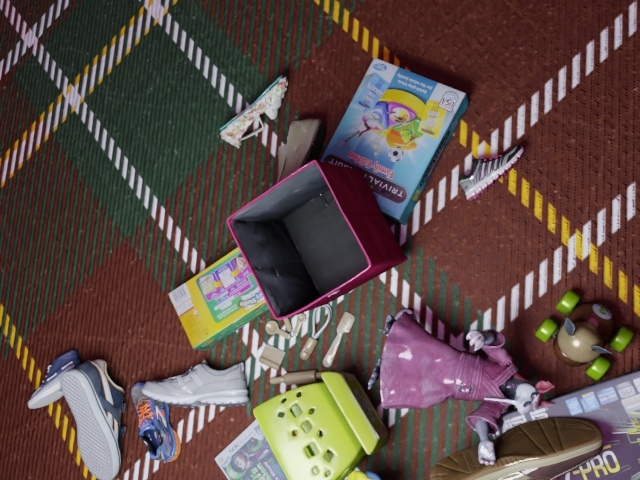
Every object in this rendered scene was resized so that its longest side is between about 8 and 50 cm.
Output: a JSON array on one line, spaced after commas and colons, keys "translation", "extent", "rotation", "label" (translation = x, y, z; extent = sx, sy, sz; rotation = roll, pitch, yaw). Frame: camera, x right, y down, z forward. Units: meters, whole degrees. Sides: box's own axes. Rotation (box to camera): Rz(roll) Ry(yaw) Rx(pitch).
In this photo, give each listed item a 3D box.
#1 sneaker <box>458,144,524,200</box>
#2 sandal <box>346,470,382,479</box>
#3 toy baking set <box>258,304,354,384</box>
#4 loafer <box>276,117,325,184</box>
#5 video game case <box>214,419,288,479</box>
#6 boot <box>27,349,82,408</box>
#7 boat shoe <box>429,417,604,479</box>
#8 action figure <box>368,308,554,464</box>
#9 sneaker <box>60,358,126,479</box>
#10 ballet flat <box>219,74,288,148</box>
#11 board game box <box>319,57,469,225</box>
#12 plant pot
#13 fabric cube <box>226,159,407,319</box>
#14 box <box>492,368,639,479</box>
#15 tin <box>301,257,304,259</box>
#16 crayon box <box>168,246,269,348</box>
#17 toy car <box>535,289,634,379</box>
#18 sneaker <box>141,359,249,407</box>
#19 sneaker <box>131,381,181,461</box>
[{"translation": [0.390, -0.172, 1.436], "extent": [0.170, 0.063, 0.075], "rotation": [-40, 76, 14], "label": "sneaker"}, {"translation": [0.115, 0.585, 1.314], "extent": [0.138, 0.318, 0.126], "rotation": [2, 47, 1], "label": "sandal"}, {"translation": [-0.039, 0.255, 1.529], "extent": [0.256, 0.030, 0.197], "rotation": [-6, 79, 18], "label": "toy baking set"}, {"translation": [-0.070, -0.192, 1.588], "extent": [0.092, 0.102, 0.269], "rotation": [17, 77, 22], "label": "loafer"}, {"translation": [-0.146, 0.557, 1.519], "extent": [0.173, 0.022, 0.190], "rotation": [-44, 70, 8], "label": "video game case"}, {"translation": [-0.747, 0.391, 1.742], "extent": [0.190, 0.069, 0.086], "rotation": [-33, 64, 3], "label": "boot"}, {"translation": [0.394, 0.456, 1.218], "extent": [0.341, 0.123, 0.123], "rotation": [-24, 103, 7], "label": "boat shoe"}, {"translation": [0.298, 0.297, 1.308], "extent": [0.369, 0.275, 0.248], "rotation": [12, 91, 13], "label": "action figure"}, {"translation": [-0.574, 0.469, 1.641], "extent": [0.126, 0.127, 0.321], "rotation": [-4, 104, 24], "label": "sneaker"}, {"translation": [-0.165, -0.340, 1.663], "extent": [0.241, 0.091, 0.077], "rotation": [-38, 101, 14], "label": "ballet flat"}, {"translation": [0.170, -0.244, 1.518], "extent": [0.253, 0.079, 0.336], "rotation": [28, 90, 22], "label": "board game box"}, {"translation": [0.017, 0.418, 1.384], "extent": [0.207, 0.227, 0.228], "rotation": [-34, 71, 5], "label": "plant pot"}, {"translation": [0.000, 0.000, 1.385], "extent": [0.254, 0.258, 0.259], "rotation": [-31, 79, 21], "label": "fabric cube"}, {"translation": [0.583, 0.452, 1.242], "extent": [0.394, 0.097, 0.319], "rotation": [-23, 72, 16], "label": "box"}, {"translation": [-0.032, -0.007, 1.571], "extent": [0.189, 0.040, 0.106], "rotation": [-20, 71, 16], "label": "tin"}, {"translation": [-0.235, 0.140, 1.591], "extent": [0.278, 0.081, 0.165], "rotation": [-33, 72, 11], "label": "crayon box"}, {"translation": [0.537, 0.189, 1.254], "extent": [0.155, 0.188, 0.149], "rotation": [38, 94, 21], "label": "toy car"}, {"translation": [-0.315, 0.365, 1.582], "extent": [0.281, 0.105, 0.115], "rotation": [-2, 68, 8], "label": "sneaker"}, {"translation": [-0.434, 0.467, 1.601], "extent": [0.083, 0.087, 0.221], "rotation": [-35, 71, 10], "label": "sneaker"}]
